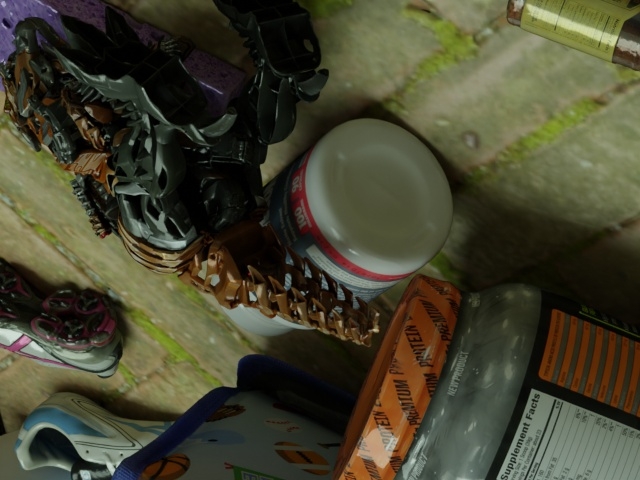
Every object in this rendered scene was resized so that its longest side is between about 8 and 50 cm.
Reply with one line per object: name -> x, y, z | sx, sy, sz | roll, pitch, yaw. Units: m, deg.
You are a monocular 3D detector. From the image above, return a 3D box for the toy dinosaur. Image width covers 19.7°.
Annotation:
toy dinosaur -> -0.080, -0.054, 1.170 | 0.322, 0.164, 0.218 | 25, 135, 10

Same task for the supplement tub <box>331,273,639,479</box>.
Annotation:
supplement tub -> 0.179, 0.148, 1.185 | 0.316, 0.193, 0.193 | 23, 145, -1

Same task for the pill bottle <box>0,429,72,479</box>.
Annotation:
pill bottle -> -0.265, 0.318, 1.785 | 0.152, 0.152, 0.272 | 15, 129, 23

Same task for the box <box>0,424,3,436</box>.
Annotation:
box -> -0.427, 0.267, 1.758 | 0.143, 0.270, 0.165 | 20, 143, 17

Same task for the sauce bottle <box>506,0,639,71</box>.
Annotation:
sauce bottle -> 0.169, -0.119, 1.039 | 0.128, 0.042, 0.042 | 22, 144, 12

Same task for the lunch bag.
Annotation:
lunch bag -> 0.023, 0.251, 1.371 | 0.328, 0.385, 0.239 | 26, 103, 10

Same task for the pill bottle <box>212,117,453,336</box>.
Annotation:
pill bottle -> 0.000, 0.000, 1.253 | 0.108, 0.108, 0.180 | 39, 144, -10

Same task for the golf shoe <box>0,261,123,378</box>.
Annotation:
golf shoe -> -0.255, 0.072, 1.570 | 0.186, 0.067, 0.086 | 19, 144, 18

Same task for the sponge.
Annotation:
sponge -> -0.158, -0.119, 1.298 | 0.210, 0.031, 0.117 | 28, 144, 8

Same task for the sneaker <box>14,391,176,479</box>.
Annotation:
sneaker -> -0.164, 0.198, 1.637 | 0.237, 0.086, 0.085 | 10, 138, 26
